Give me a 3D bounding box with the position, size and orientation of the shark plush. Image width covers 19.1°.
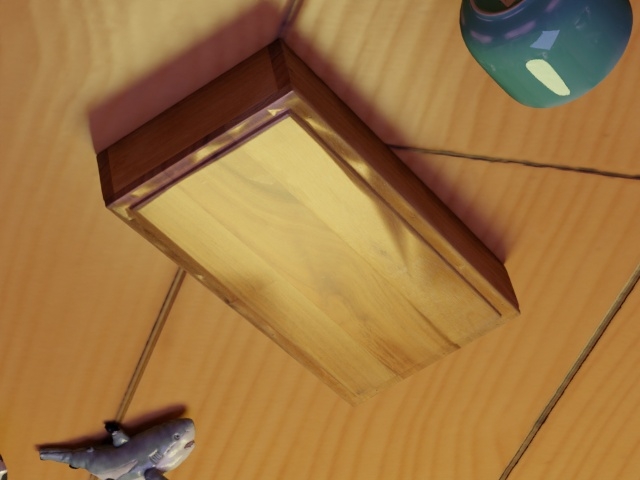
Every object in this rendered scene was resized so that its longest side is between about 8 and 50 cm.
[{"bbox_3d":[-0.210,0.215,1.995,0.161,0.073,0.067,3,119,10],"label":"shark plush"}]

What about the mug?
[{"bbox_3d":[0.183,-0.201,1.584,0.129,0.157,0.097,-13,143,36],"label":"mug"}]

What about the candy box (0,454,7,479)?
[{"bbox_3d":[-0.407,0.293,1.953,0.159,0.071,0.233,-14,145,-22],"label":"candy box"}]

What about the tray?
[{"bbox_3d":[0.000,0.000,1.779,0.203,0.076,0.411,-31,135,17],"label":"tray"}]
